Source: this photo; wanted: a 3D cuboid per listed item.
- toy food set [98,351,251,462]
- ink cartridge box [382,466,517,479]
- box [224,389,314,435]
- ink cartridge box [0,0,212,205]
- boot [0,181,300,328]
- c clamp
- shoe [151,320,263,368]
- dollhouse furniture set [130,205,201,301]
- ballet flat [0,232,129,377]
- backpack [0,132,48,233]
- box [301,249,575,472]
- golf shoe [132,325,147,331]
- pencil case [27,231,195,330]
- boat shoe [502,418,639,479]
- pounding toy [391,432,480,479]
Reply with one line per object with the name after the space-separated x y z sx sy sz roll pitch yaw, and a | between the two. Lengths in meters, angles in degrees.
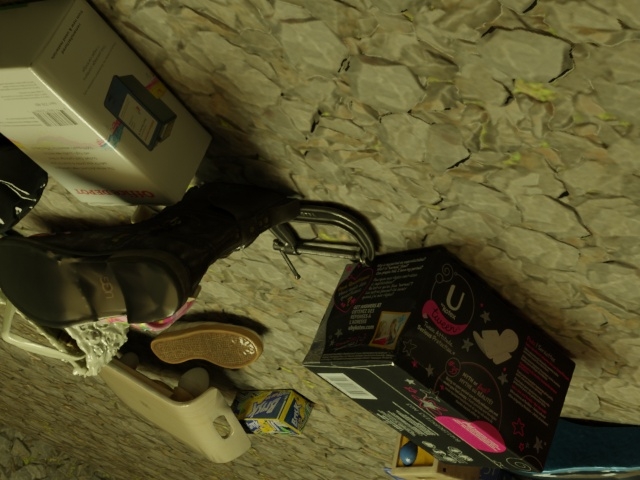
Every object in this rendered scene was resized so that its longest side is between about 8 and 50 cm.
-0.270 0.245 1.793 0.306 0.092 0.219 25 155 29 | toy food set
0.259 0.425 1.737 0.186 0.065 0.311 -1 149 41 | ink cartridge box
-0.088 0.289 1.772 0.054 0.059 0.169 39 152 -26 | box
-0.233 -0.127 1.020 0.154 0.093 0.212 3 147 39 | ink cartridge box
-0.178 0.002 1.086 0.263 0.229 0.091 5 116 25 | boot
0.000 0.000 1.162 0.161 0.022 0.137 3 143 42 | c clamp
-0.163 0.144 1.563 0.219 0.058 0.076 -5 123 40 | shoe
-0.172 -0.001 1.251 0.114 0.091 0.081 32 139 -12 | dollhouse furniture set
-0.467 0.078 1.598 0.409 0.147 0.147 37 152 -26 | ballet flat
-0.371 -0.082 1.149 0.115 0.152 0.182 53 179 -39 | backpack
0.134 0.136 1.168 0.247 0.142 0.163 39 153 -27 | box
-0.291 0.069 1.521 0.186 0.067 0.085 11 121 37 | golf shoe
-0.295 0.051 1.398 0.284 0.124 0.124 4 149 40 | pencil case
0.332 0.291 1.341 0.258 0.109 0.089 1 136 45 | boat shoe
0.160 0.257 1.426 0.100 0.130 0.141 21 159 -24 | pounding toy
